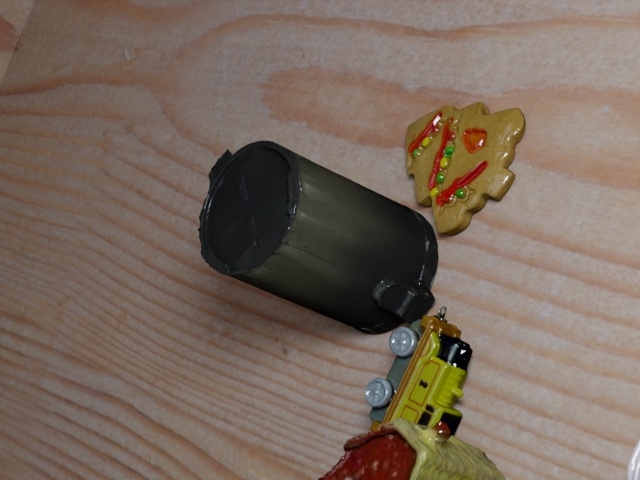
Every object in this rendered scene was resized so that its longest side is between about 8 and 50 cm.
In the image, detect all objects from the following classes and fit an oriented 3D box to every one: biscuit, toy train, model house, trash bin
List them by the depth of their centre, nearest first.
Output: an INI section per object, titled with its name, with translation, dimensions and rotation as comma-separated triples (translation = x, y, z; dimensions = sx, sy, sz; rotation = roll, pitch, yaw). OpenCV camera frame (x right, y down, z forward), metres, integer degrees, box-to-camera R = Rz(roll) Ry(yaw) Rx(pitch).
[model house]
translation = 0.113, 0.342, 1.638
dimensions = 0.254, 0.196, 0.160
rotation = -50, 44, 16
[toy train]
translation = 0.145, 0.199, 1.755
dimensions = 0.127, 0.089, 0.219
rotation = 25, 90, 39
[trash bin]
translation = 0.000, 0.000, 1.833
dimensions = 0.203, 0.302, 0.252
rotation = -54, 42, 13
[biscuit]
translation = 0.198, -0.126, 1.885
dimensions = 0.239, 0.041, 0.212
rotation = 39, 103, 47

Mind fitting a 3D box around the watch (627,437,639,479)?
[watch]
translation = 0.408, 0.268, 1.376
dimensions = 0.244, 0.196, 0.231
rotation = 25, 85, 55
